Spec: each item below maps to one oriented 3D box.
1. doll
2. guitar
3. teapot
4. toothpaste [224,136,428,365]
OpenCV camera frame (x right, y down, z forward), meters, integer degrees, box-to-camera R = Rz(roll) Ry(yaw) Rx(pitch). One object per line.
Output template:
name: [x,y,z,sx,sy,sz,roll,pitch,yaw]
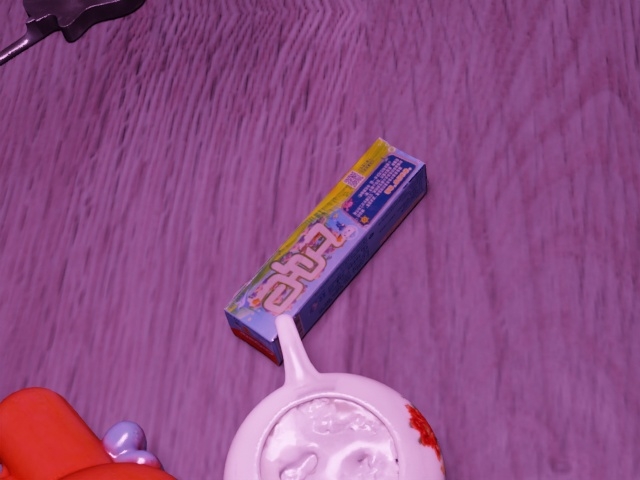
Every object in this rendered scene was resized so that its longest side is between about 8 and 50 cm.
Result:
doll: [-0.141,0.210,0.640,0.161,0.130,0.290,-42,56,-12]
guitar: [-0.273,-0.205,0.977,0.233,0.025,0.088,-37,62,-15]
teapot: [0.006,0.152,0.675,0.145,0.092,0.226,-18,57,-7]
toothpaste: [0.000,0.000,0.799,0.070,0.044,0.193,32,67,24]
